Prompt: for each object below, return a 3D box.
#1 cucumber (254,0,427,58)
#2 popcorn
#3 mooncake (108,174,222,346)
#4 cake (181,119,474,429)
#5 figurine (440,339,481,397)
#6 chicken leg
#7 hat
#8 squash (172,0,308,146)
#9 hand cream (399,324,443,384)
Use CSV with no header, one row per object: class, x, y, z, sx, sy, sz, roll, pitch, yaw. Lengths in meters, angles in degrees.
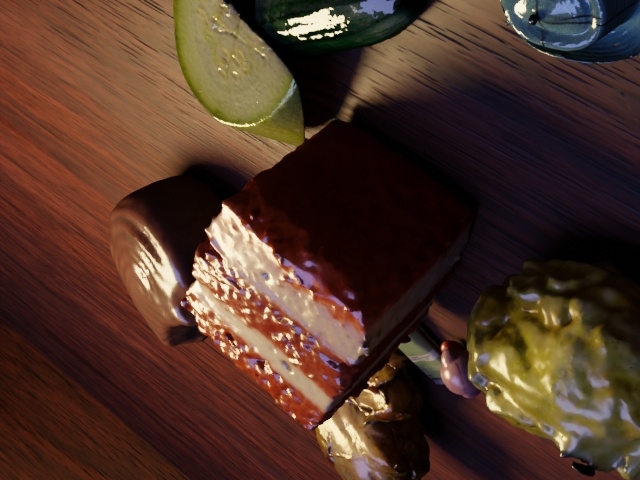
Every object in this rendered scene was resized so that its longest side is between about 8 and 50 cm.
cucumber,0.018,-0.262,1.088,0.244,0.063,0.115,-2,128,53
popcorn,0.302,0.146,1.085,0.286,0.215,0.252,30,152,53
mooncake,-0.254,0.049,1.703,0.326,0.174,0.333,25,132,52
cake,0.012,0.036,1.272,0.270,0.269,0.319,40,145,12
figurine,0.212,0.195,1.437,0.067,0.071,0.083,-32,115,20
chicken leg,0.060,0.248,1.670,0.409,0.182,0.295,52,147,22
hat,0.216,-0.216,0.852,0.191,0.078,0.138,17,144,43
squash,-0.090,-0.228,1.270,0.237,0.155,0.204,51,133,20
hand cream,0.135,0.147,1.503,0.235,0.055,0.086,49,156,-15
